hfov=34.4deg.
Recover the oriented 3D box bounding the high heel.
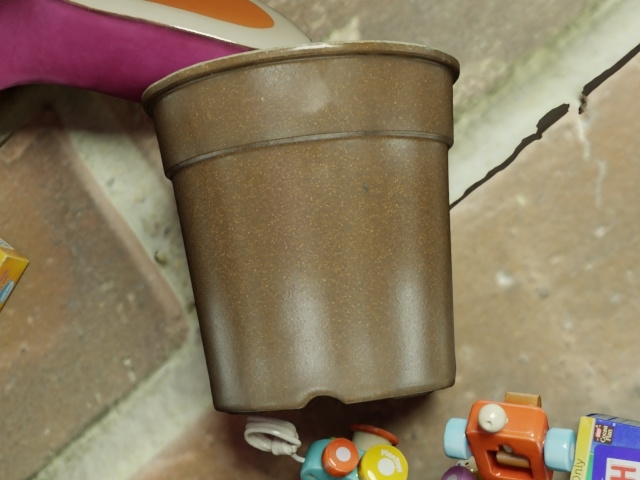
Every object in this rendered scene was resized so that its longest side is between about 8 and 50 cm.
[{"bbox_3d":[-0.182,-0.094,0.680,0.377,0.127,0.181,16,116,22],"label":"high heel"}]

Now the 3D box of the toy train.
[{"bbox_3d":[0.052,0.103,0.517,0.166,0.125,0.046,-1,48,28],"label":"toy train"}]

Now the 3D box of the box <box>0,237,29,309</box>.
[{"bbox_3d":[-0.271,0.012,0.720,0.136,0.028,0.081,34,95,28],"label":"box"}]

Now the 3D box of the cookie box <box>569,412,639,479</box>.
[{"bbox_3d":[0.171,0.137,0.489,0.107,0.040,0.092,8,85,26],"label":"cookie box"}]

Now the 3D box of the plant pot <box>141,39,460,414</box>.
[{"bbox_3d":[0.000,0.000,0.534,0.167,0.167,0.165,-9,84,22],"label":"plant pot"}]
